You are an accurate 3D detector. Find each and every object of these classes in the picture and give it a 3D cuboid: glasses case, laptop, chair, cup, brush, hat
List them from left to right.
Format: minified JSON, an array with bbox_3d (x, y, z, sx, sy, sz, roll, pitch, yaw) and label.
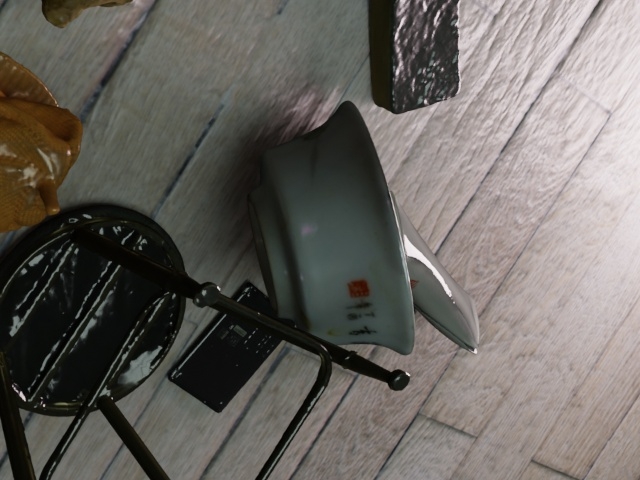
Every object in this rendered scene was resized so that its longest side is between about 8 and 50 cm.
[{"bbox_3d":[-0.353,-0.071,1.771,0.233,0.233,0.244,4,112,-38],"label":"hat"},{"bbox_3d":[-0.210,0.169,1.900,0.362,0.410,0.365,27,98,-44],"label":"chair"},{"bbox_3d":[-0.125,0.156,2.234,0.180,0.016,0.129,-49,134,-1],"label":"laptop"},{"bbox_3d":[0.000,0.000,2.050,0.163,0.347,0.347,-13,126,-6],"label":"cup"},{"bbox_3d":[0.133,-0.274,2.139,0.123,0.059,0.197,-21,127,-25],"label":"brush"},{"bbox_3d":[0.147,0.061,2.308,0.083,0.128,0.308,-28,135,12],"label":"glasses case"}]

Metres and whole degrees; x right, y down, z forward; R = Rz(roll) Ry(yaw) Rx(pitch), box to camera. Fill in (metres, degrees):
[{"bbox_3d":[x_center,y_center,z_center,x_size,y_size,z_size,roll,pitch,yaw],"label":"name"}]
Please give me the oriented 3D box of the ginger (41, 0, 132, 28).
[{"bbox_3d":[-0.281,-0.373,1.724,0.219,0.123,0.270,-44,125,-16],"label":"ginger"}]
